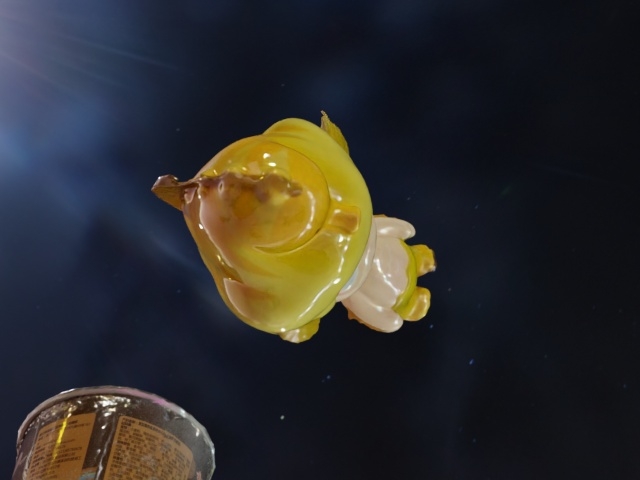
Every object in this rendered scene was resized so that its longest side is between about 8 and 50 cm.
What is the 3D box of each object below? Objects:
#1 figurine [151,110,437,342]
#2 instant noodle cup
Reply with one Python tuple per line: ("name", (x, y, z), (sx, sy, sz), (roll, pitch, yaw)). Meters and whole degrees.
("figurine", (0.000, 0.000, 0.473), (0.131, 0.246, 0.156), (-4, -113, 37))
("instant noodle cup", (-0.217, 0.289, 0.663), (0.217, 0.207, 0.217), (-1, -59, -2))
